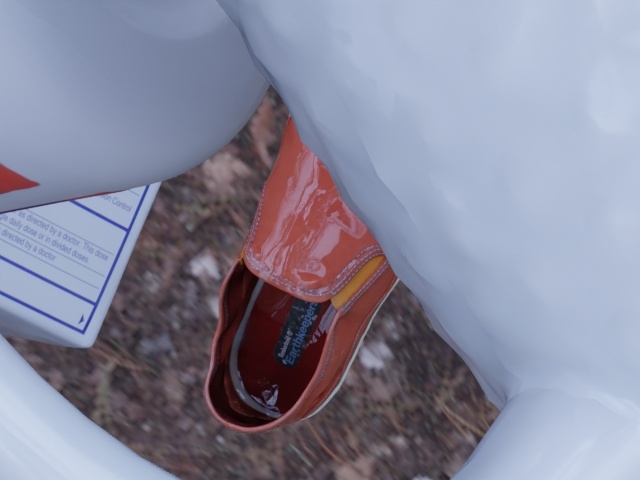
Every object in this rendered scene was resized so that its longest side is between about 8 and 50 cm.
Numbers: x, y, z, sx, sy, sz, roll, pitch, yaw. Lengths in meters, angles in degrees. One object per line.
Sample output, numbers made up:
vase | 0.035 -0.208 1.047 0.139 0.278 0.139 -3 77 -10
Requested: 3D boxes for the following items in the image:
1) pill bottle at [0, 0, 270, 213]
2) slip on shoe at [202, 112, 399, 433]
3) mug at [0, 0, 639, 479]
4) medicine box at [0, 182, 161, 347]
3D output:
pill bottle | -0.180 -0.086 0.646 0.323 0.181 0.181 -9 68 34
slip on shoe | 0.000 0.000 1.336 0.123 0.101 0.331 29 119 13
mug | 0.064 -0.081 0.400 0.374 0.276 0.328 -38 90 -17
medicine box | -0.251 -0.104 1.436 0.149 0.263 0.289 5 69 53
